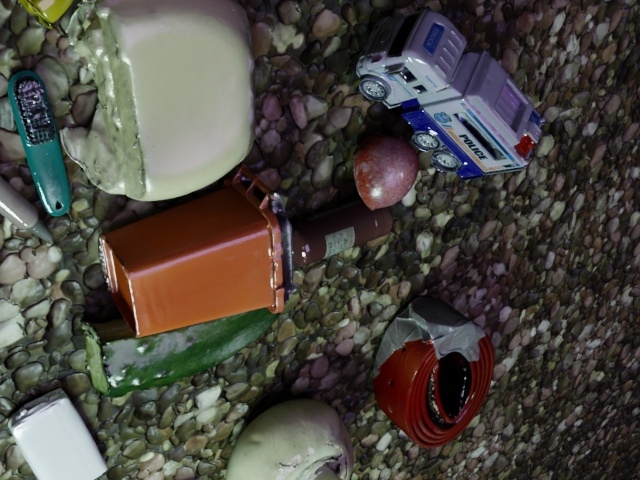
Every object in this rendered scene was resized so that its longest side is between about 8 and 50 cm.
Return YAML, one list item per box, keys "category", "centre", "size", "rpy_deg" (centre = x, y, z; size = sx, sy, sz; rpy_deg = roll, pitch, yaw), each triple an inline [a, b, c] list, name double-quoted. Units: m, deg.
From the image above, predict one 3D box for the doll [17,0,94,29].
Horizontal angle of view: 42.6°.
- category: "doll"
  centre: [-0.239, -0.324, 0.845]
  size: [0.221, 0.135, 0.143]
  rpy_deg: [-44, 120, -12]

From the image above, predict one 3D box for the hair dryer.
- category: "hair dryer"
  centre: [-0.369, -0.080, 0.951]
  size: [0.195, 0.054, 0.220]
  rpy_deg: [-53, 136, 2]

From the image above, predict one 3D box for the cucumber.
- category: "cucumber"
  centre: [-0.181, 0.143, 1.207]
  size: [0.325, 0.105, 0.145]
  rpy_deg: [-16, 124, -34]

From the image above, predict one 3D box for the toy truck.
- category: "toy truck"
  centre: [0.190, -0.213, 1.187]
  size: [0.268, 0.155, 0.124]
  rpy_deg: [39, 64, -31]

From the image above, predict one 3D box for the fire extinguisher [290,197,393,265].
- category: "fire extinguisher"
  centre: [0.000, 0.000, 1.286]
  size: [0.231, 0.071, 0.099]
  rpy_deg: [-21, 155, -26]

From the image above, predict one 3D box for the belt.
- category: "belt"
  centre: [0.218, 0.247, 1.574]
  size: [0.227, 0.115, 0.323]
  rpy_deg: [-28, 132, -25]

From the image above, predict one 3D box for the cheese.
- category: "cheese"
  centre: [-0.190, -0.180, 0.982]
  size: [0.233, 0.127, 0.266]
  rpy_deg: [-16, 123, -27]

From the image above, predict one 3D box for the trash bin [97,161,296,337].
- category: "trash bin"
  centre: [-0.164, 0.016, 1.102]
  size: [0.239, 0.161, 0.184]
  rpy_deg: [-16, 125, -26]

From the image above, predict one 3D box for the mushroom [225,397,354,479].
- category: "mushroom"
  centre: [-0.035, 0.397, 1.408]
  size: [0.246, 0.202, 0.246]
  rpy_deg: [-28, 133, -36]

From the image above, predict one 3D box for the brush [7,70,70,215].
- category: "brush"
  centre: [-0.329, -0.108, 0.980]
  size: [0.043, 0.032, 0.193]
  rpy_deg: [-23, 127, -26]

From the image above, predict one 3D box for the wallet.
- category: "wallet"
  centre: [-0.381, 0.297, 1.189]
  size: [0.095, 0.033, 0.190]
  rpy_deg: [-32, 132, -21]

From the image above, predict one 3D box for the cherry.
- category: "cherry"
  centre: [0.111, -0.155, 1.272]
  size: [0.107, 0.090, 0.225]
  rpy_deg: [16, 86, -20]
